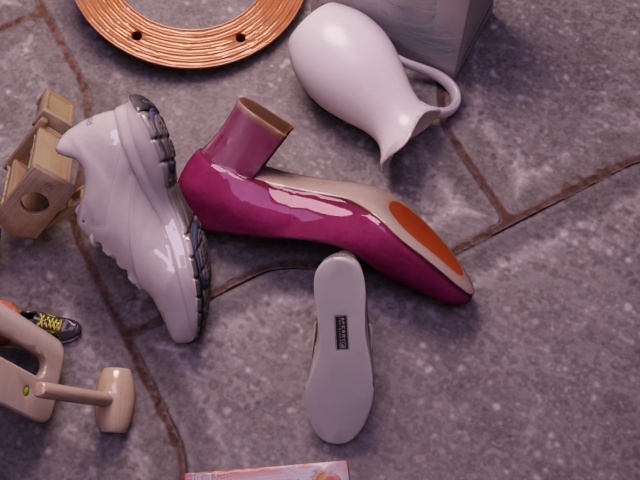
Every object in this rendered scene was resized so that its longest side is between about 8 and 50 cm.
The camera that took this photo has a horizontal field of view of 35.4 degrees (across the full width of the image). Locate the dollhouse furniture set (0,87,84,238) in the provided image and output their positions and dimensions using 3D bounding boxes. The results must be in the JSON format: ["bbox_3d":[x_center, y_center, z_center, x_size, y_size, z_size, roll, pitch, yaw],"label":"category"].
[{"bbox_3d":[-0.312,-0.072,1.275,0.161,0.101,0.182,32,28,-29],"label":"dollhouse furniture set"}]

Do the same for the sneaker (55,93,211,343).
[{"bbox_3d":[-0.209,-0.015,1.172,0.129,0.111,0.297,-17,101,4],"label":"sneaker"}]

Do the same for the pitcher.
[{"bbox_3d":[0.073,-0.215,1.304,0.177,0.125,0.207,-36,81,-36],"label":"pitcher"}]

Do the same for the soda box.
[{"bbox_3d":[-0.058,0.283,1.108,0.183,0.063,0.058,-4,67,-1],"label":"soda box"}]

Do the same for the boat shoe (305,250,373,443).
[{"bbox_3d":[0.027,0.121,1.157,0.077,0.070,0.219,4,98,7],"label":"boat shoe"}]

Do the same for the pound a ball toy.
[{"bbox_3d":[-0.349,0.107,1.073,0.208,0.319,0.136,-2,66,16],"label":"pound a ball toy"}]

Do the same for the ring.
[{"bbox_3d":[-0.182,-0.384,1.395,0.336,0.032,0.337,2,72,-5],"label":"ring"}]

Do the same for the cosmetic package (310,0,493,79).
[{"bbox_3d":[0.111,-0.356,1.296,0.224,0.225,0.138,25,69,11],"label":"cosmetic package"}]

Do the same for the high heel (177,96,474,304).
[{"bbox_3d":[0.000,0.000,1.237,0.377,0.127,0.181,38,109,6],"label":"high heel"}]

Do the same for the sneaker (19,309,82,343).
[{"bbox_3d":[-0.329,0.102,1.201,0.083,0.035,0.031,6,68,2],"label":"sneaker"}]
